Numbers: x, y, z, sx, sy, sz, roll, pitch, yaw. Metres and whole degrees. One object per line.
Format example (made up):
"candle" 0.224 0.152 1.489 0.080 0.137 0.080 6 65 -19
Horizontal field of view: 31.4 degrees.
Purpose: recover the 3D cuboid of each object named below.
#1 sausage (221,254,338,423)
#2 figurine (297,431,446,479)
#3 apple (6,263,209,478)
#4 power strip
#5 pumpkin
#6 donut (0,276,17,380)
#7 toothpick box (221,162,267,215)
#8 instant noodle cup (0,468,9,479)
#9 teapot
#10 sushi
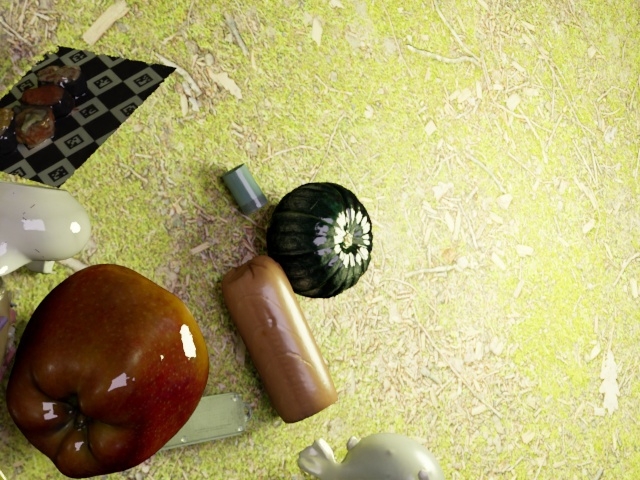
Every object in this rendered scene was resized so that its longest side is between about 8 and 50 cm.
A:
"sausage" -0.075 0.176 2.041 0.121 0.121 0.304 -30 99 -40
"figurine" 0.039 0.502 2.055 0.274 0.226 0.394 44 67 -1
"apple" -0.317 0.194 1.712 0.288 0.288 0.317 55 27 -17
"power strip" -0.236 0.308 1.923 0.272 0.052 0.078 -4 83 -42
"pumpkin" 0.000 0.000 2.116 0.220 0.162 0.220 -1 92 -44
"donut" -0.608 0.134 1.577 0.371 0.150 0.307 30 63 -33
"toothpick box" -0.139 -0.094 2.089 0.052 0.052 0.083 -41 106 -38
"instant noodle cup" -0.579 0.409 1.473 0.325 0.254 0.325 9 75 -39
"teapot" -0.441 -0.012 1.692 0.300 0.208 0.166 51 37 -78
"sushi" -0.411 -0.218 1.757 0.290 0.264 0.050 -54 145 -32
